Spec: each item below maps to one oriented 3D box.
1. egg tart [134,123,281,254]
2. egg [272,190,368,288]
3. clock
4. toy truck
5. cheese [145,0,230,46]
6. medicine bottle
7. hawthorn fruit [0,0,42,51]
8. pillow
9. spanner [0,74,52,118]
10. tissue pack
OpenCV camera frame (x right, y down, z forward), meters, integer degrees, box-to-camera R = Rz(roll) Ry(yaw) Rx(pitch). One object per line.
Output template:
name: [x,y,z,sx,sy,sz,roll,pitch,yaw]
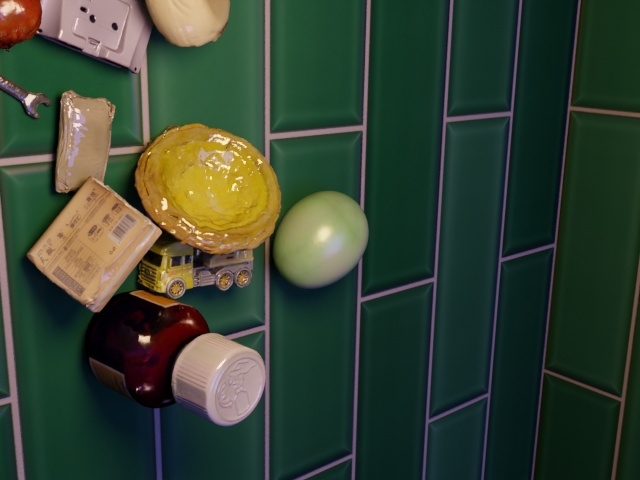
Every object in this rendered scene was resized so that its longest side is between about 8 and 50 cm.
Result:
egg tart: [-0.254,-0.098,1.767,0.345,0.132,0.345,19,50,-24]
egg: [0.000,0.000,2.023,0.269,0.220,0.220,-54,131,-16]
clock: [-0.438,-0.456,1.592,0.253,0.083,0.186,15,92,-44]
toy truck: [-0.279,0.033,1.847,0.272,0.124,0.157,-8,108,-41]
cheese: [-0.268,-0.524,1.628,0.266,0.127,0.233,-73,158,-61]
medicine bottle: [-0.311,0.259,1.708,0.242,0.395,0.242,-19,117,-41]
hawthorn fruit: [-0.582,-0.428,1.438,0.148,0.148,0.172,-28,97,-33]
pillow: [-0.484,-0.199,1.643,0.119,0.053,0.208,0,103,-45]
spanner: [-0.622,-0.311,1.513,0.254,0.015,0.054,34,79,-42]
tissue pack: [-0.457,0.008,1.621,0.222,0.186,0.090,-54,167,-1]
